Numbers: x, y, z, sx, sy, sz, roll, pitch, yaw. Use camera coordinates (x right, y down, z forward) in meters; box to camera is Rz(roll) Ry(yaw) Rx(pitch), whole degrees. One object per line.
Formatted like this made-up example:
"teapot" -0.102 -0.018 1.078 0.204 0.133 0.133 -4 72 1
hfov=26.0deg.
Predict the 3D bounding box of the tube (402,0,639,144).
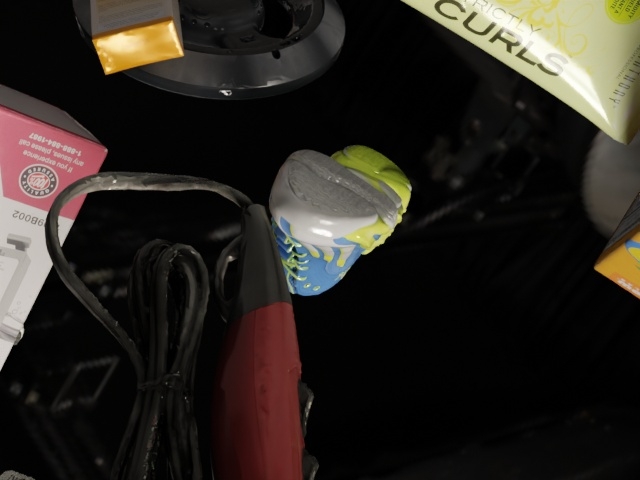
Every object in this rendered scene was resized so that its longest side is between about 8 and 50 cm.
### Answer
"tube" 0.083 -0.135 0.683 0.240 0.070 0.062 25 -114 -17

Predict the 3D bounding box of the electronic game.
"electronic game" -0.092 -0.191 1.159 0.229 0.048 0.229 7 -139 -6

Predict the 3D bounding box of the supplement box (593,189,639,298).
"supplement box" 0.218 -0.015 0.724 0.078 0.080 0.233 34 170 5

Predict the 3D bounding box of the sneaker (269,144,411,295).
"sneaker" 0.000 0.000 1.052 0.091 0.126 0.240 38 -164 11

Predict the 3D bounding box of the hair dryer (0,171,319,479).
"hair dryer" -0.022 0.099 0.482 0.293 0.080 0.223 29 -106 16

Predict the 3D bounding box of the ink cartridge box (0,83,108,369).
"ink cartridge box" -0.326 0.004 1.083 0.207 0.283 0.117 21 -170 -38

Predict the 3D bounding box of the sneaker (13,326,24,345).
"sneaker" -0.417 0.041 1.560 0.130 0.147 0.330 5 179 -28

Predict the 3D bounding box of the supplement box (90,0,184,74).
"supplement box" -0.138 -0.173 1.037 0.062 0.036 0.098 -13 -134 3
